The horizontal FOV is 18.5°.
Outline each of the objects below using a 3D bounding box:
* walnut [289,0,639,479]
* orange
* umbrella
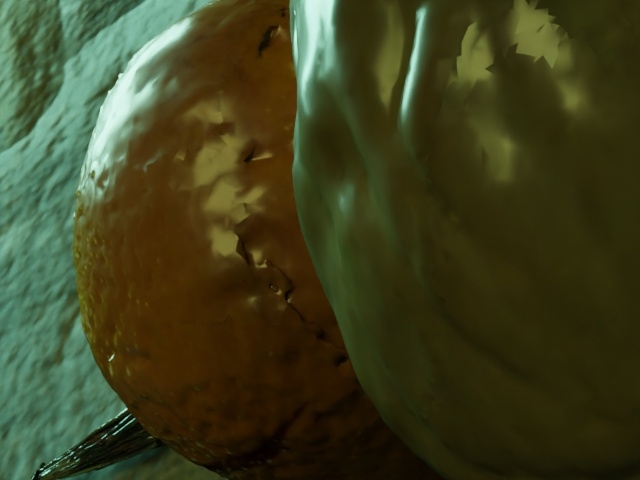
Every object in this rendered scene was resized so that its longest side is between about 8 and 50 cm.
[{"bbox_3d":[0.130,-0.061,0.543,0.277,0.252,0.313,1,67,-9],"label":"walnut"},{"bbox_3d":[0.000,0.000,0.707,0.161,0.193,0.193,-41,32,53],"label":"orange"},{"bbox_3d":[-0.092,0.087,0.836,0.083,0.020,0.031,-34,42,23],"label":"umbrella"}]
